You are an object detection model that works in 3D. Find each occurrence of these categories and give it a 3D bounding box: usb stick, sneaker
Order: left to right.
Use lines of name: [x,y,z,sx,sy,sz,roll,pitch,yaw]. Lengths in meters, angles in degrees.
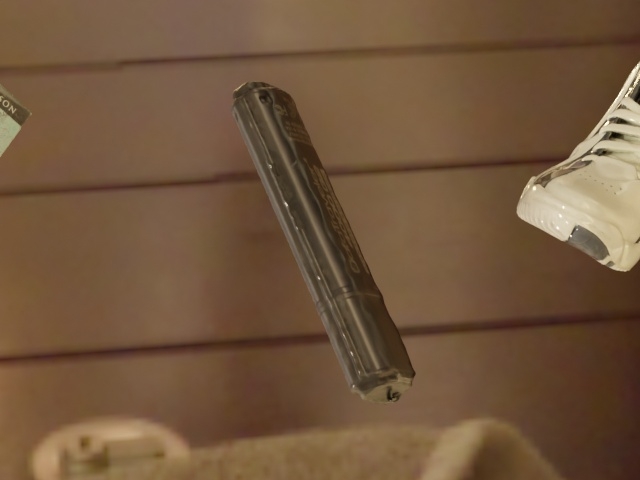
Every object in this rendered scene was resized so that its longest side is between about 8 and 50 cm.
usb stick: [0.000,0.000,1.435,0.077,0.045,0.278,14,-131,-61]
sneaker: [0.220,-0.070,1.221,0.235,0.094,0.153,-6,-56,-59]

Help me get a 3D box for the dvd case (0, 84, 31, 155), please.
dvd case: [-0.172,-0.029,0.674,0.013,0.087,0.119,1,52,53]
